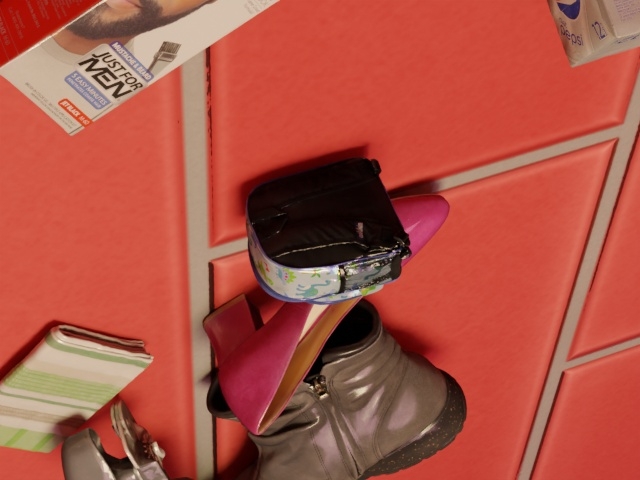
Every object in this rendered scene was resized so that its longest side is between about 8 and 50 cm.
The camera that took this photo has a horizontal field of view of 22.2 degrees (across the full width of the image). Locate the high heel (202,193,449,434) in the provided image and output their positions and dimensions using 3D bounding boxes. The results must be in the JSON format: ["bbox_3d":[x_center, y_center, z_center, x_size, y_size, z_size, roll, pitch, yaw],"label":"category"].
[{"bbox_3d":[0.017,0.059,1.361,0.244,0.117,0.082,-29,147,5],"label":"high heel"}]

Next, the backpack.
[{"bbox_3d":[0.000,0.000,1.278,0.114,0.105,0.084,-11,144,-14],"label":"backpack"}]

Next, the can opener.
[{"bbox_3d":[-0.145,0.262,1.471,0.095,0.076,0.283,-24,124,0],"label":"can opener"}]

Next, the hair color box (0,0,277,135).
[{"bbox_3d":[-0.121,-0.147,1.033,0.167,0.053,0.093,-33,146,8],"label":"hair color box"}]

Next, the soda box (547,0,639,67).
[{"bbox_3d":[0.305,-0.214,1.174,0.286,0.091,0.098,-19,177,-12],"label":"soda box"}]

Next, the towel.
[{"bbox_3d":[-0.229,0.126,1.378,0.152,0.023,0.113,-41,143,25],"label":"towel"}]

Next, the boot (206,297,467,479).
[{"bbox_3d":[-0.045,0.187,1.531,0.338,0.118,0.222,-41,139,9],"label":"boot"}]
